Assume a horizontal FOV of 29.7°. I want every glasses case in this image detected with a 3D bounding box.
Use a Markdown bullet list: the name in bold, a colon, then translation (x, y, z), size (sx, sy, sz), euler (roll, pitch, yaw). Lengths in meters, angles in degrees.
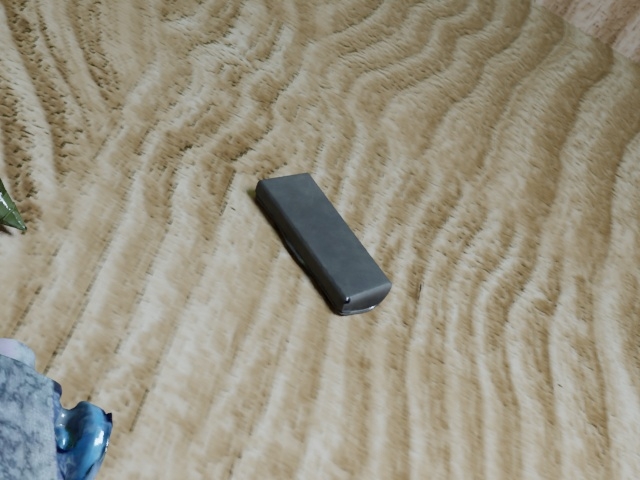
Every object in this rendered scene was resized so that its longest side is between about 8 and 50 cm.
- **glasses case**: translation (0.000, 0.001, 1.348), size (0.072, 0.042, 0.190), euler (-8, 50, -39)

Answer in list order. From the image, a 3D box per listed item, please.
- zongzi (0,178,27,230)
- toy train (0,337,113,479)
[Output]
- **zongzi**: translation (-0.322, -0.067, 1.136), size (0.119, 0.055, 0.109), euler (33, 27, -24)
- **toy train**: translation (-0.216, 0.207, 0.706), size (0.131, 0.202, 0.299), euler (35, 26, -33)
